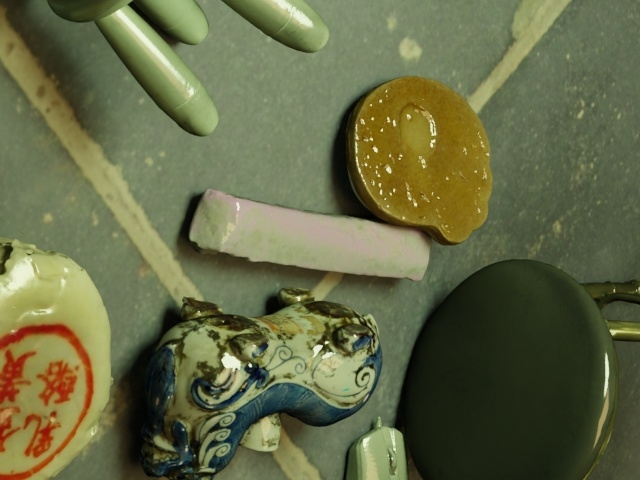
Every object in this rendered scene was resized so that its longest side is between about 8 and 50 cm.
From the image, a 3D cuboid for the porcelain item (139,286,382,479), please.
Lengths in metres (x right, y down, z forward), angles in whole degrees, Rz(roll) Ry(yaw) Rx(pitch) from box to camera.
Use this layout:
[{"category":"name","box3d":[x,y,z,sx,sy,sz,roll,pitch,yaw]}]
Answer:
[{"category":"porcelain item","box3d":[-0.061,0.157,1.854,0.288,0.138,0.186,-6,115,-43]}]

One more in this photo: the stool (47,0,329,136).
[{"category":"stool","box3d":[-0.122,-0.243,1.626,0.195,0.195,0.198,-36,131,25]}]

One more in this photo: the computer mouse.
[{"category":"computer mouse","box3d":[0.069,0.299,2.073,0.089,0.056,0.182,0,100,-49]}]

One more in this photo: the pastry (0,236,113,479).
[{"category":"pastry","box3d":[-0.306,0.114,1.588,0.264,0.133,0.265,-17,116,-40]}]

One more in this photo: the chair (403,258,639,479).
[{"category":"chair","box3d":[0.345,0.214,2.121,0.410,0.364,0.362,16,89,-42]}]

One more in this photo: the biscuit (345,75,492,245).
[{"category":"biscuit","box3d":[0.108,-0.094,1.992,0.208,0.049,0.181,16,73,-33]}]

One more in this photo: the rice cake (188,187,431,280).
[{"category":"rice cake","box3d":[0.000,0.000,1.926,0.365,0.056,0.073,9,96,-45]}]
